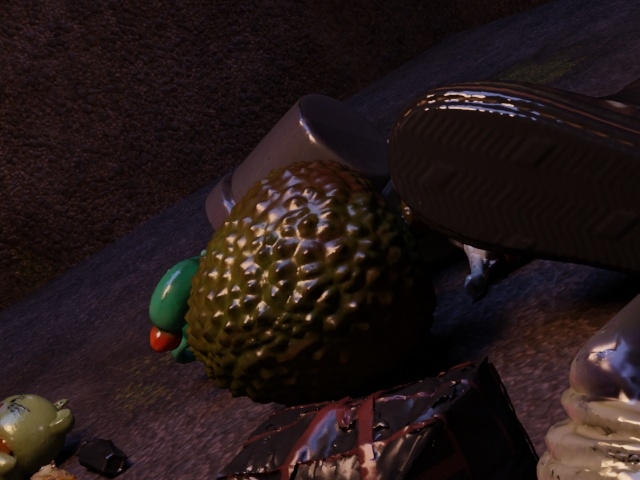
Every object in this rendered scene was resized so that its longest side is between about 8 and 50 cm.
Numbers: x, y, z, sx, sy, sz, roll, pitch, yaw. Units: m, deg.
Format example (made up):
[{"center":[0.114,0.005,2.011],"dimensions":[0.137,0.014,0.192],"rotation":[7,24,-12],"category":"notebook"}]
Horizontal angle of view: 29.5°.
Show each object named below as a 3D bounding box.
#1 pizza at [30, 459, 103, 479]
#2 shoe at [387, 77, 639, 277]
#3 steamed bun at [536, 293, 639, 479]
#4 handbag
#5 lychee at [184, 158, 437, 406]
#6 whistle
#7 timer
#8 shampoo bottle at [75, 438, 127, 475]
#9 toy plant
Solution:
[{"center":[-0.282,0.309,1.268],"dimensions":[0.147,0.069,0.226],"rotation":[-56,19,-19],"category":"pizza"},{"center":[0.273,-0.080,1.183],"dimensions":[0.384,0.171,0.237],"rotation":[14,29,23],"category":"shoe"},{"center":[0.250,0.110,0.638],"dimensions":[0.275,0.206,0.320],"rotation":[-19,11,39],"category":"steamed bun"},{"center":[0.051,0.182,0.829],"dimensions":[0.215,0.169,0.155],"rotation":[-21,14,31],"category":"handbag"},{"center":[0.005,0.038,1.293],"dimensions":[0.320,0.270,0.270],"rotation":[-16,7,-22],"category":"lychee"},{"center":[-0.436,0.288,1.561],"dimensions":[0.288,0.106,0.131],"rotation":[-36,21,-33],"category":"whistle"},{"center":[0.175,-0.021,1.522],"dimensions":[0.175,0.175,0.266],"rotation":[-31,31,-15],"category":"timer"},{"center":[-0.272,0.264,1.496],"dimensions":[0.048,0.027,0.137],"rotation":[-30,12,-22],"category":"shampoo bottle"},{"center":[-0.079,0.012,1.532],"dimensions":[0.400,0.185,0.279],"rotation":[-52,-7,28],"category":"toy plant"}]
